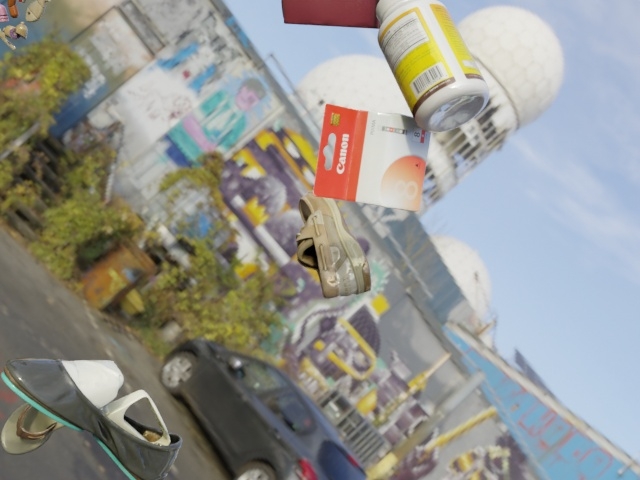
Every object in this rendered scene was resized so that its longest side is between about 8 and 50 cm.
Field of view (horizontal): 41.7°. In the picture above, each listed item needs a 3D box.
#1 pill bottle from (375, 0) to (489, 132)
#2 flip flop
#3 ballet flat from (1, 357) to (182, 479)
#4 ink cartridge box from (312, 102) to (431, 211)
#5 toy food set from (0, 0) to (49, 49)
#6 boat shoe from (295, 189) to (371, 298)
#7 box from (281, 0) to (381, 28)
[{"bbox_3d":[0.160,-0.278,1.264,0.117,0.117,0.215,67,1,-68],"label":"pill bottle"},{"bbox_3d":[-0.658,0.421,1.978,0.080,0.277,0.112,6,60,-65],"label":"flip flop"},{"bbox_3d":[-0.273,0.209,1.060,0.095,0.096,0.280,35,-14,50],"label":"ballet flat"},{"bbox_3d":[0.082,-0.126,1.281,0.179,0.145,0.045,6,5,-34],"label":"ink cartridge box"},{"bbox_3d":[-0.513,-0.384,1.415,0.078,0.122,0.019,45,26,3],"label":"toy food set"},{"bbox_3d":[0.000,0.000,1.732,0.341,0.110,0.121,-122,-162,-56],"label":"boat shoe"},{"bbox_3d":[0.049,-0.492,1.575,0.126,0.232,0.148,87,8,-51],"label":"box"}]
